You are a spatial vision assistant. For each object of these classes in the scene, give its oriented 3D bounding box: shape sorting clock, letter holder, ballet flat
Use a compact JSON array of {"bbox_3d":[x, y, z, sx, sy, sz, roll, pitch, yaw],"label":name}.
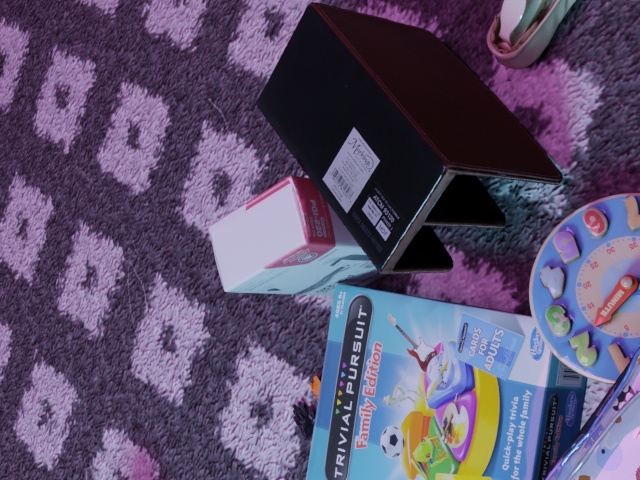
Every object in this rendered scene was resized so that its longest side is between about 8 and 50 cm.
[{"bbox_3d":[0.313,0.046,1.243,0.206,0.040,0.206,-7,70,19],"label":"shape sorting clock"},{"bbox_3d":[0.104,-0.117,1.419,0.302,0.214,0.152,55,128,35],"label":"letter holder"},{"bbox_3d":[0.263,-0.305,1.373,0.086,0.086,0.248,45,115,41],"label":"ballet flat"}]

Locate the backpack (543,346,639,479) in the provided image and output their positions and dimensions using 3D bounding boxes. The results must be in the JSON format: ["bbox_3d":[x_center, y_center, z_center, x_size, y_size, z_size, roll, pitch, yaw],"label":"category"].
[{"bbox_3d":[0.350,0.235,1.092,0.263,0.213,0.276,38,115,17],"label":"backpack"}]

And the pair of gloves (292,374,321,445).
[{"bbox_3d":[-0.004,0.227,1.610,0.083,0.010,0.074,-56,50,27],"label":"pair of gloves"}]

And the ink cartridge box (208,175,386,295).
[{"bbox_3d":[0.000,0.000,1.495,0.158,0.218,0.092,-30,68,40],"label":"ink cartridge box"}]

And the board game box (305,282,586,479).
[{"bbox_3d":[0.138,0.196,1.418,0.336,0.079,0.253,7,88,46],"label":"board game box"}]
